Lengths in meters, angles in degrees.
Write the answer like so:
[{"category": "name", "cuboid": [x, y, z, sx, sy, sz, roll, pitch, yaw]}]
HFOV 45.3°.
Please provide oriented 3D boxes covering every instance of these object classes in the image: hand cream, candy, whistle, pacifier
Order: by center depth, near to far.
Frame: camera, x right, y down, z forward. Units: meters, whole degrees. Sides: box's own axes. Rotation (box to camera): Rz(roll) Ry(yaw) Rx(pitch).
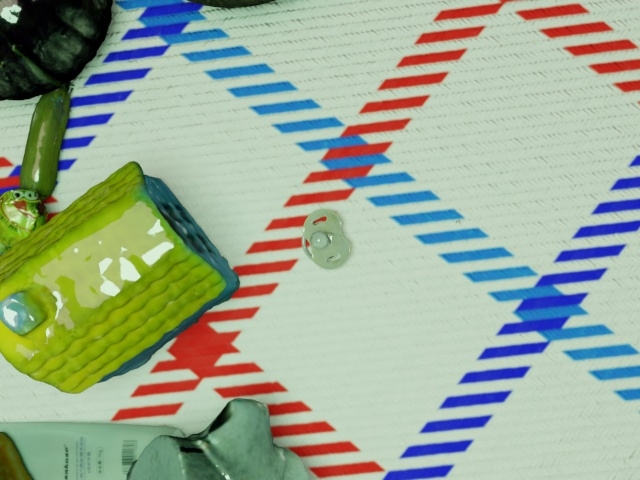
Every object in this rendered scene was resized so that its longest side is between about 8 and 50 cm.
[{"category": "whistle", "cuboid": [-0.159, 0.383, 0.933, 0.168, 0.188, 0.404, 16, 121, -30]}, {"category": "hand cream", "cuboid": [-0.332, 0.291, 1.018, 0.321, 0.067, 0.109, -4, 86, 7]}, {"category": "pacifier", "cuboid": [0.000, 0.000, 1.020, 0.068, 0.064, 0.083, -21, 84, 18]}, {"category": "candy", "cuboid": [-0.458, 0.033, 1.032, 0.073, 0.077, 0.262, 37, 105, -23]}]

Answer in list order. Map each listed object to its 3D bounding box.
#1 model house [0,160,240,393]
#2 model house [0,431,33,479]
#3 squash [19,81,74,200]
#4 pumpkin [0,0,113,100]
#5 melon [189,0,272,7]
[{"category": "model house", "cuboid": [-0.255, 0.048, 0.920, 0.237, 0.303, 0.215, -37, 91, -1]}, {"category": "model house", "cuboid": [-0.499, 0.316, 0.958, 0.239, 0.173, 0.268, -27, 76, -22]}, {"category": "squash", "cuboid": [-0.379, -0.140, 1.060, 0.052, 0.052, 0.183, 11, 83, 4]}, {"category": "pumpkin", "cuboid": [-0.421, -0.329, 0.967, 0.296, 0.296, 0.295, 0, 85, 3]}, {"category": "melon", "cuboid": [-0.085, -0.428, 0.976, 0.302, 0.237, 0.237, -23, 84, 0]}]
